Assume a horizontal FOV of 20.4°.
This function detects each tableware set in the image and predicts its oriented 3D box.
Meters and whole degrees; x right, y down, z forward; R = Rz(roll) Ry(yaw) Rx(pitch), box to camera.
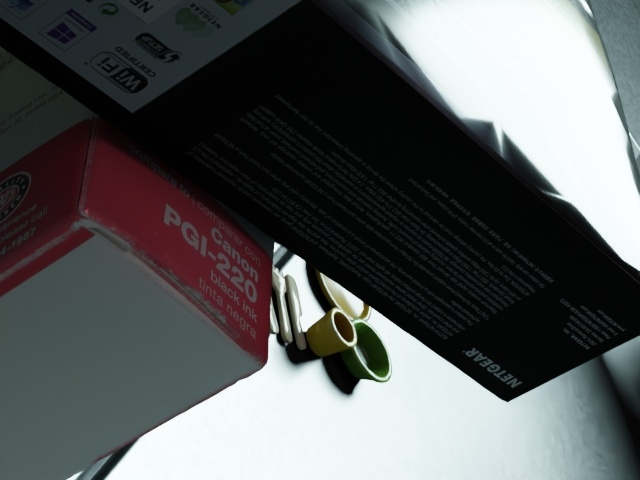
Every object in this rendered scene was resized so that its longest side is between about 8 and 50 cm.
[{"bbox_3d":[0.000,0.000,0.943,0.104,0.024,0.154,32,37,-45],"label":"tableware set"}]

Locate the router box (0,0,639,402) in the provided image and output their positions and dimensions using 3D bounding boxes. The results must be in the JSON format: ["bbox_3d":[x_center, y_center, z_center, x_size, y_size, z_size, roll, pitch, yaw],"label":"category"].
[{"bbox_3d":[-0.008,-0.116,0.614,0.309,0.081,0.243,37,34,-40],"label":"router box"}]

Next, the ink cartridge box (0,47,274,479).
[{"bbox_3d":[-0.098,-0.024,0.633,0.092,0.158,0.218,41,32,-33],"label":"ink cartridge box"}]

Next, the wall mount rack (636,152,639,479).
[{"bbox_3d":[0.324,0.028,1.175,0.130,0.304,0.350,34,35,-57],"label":"wall mount rack"}]
